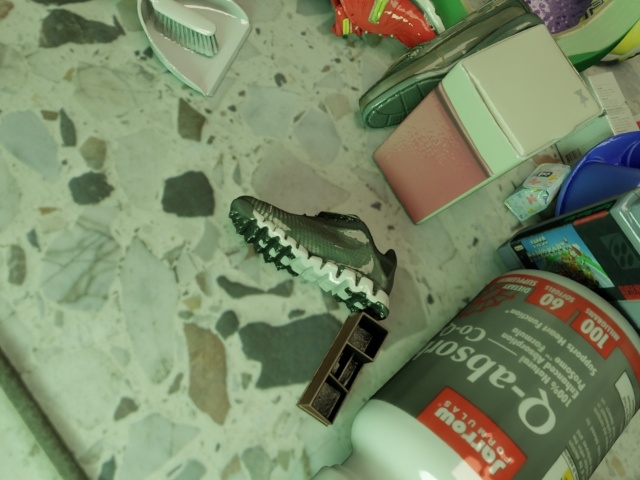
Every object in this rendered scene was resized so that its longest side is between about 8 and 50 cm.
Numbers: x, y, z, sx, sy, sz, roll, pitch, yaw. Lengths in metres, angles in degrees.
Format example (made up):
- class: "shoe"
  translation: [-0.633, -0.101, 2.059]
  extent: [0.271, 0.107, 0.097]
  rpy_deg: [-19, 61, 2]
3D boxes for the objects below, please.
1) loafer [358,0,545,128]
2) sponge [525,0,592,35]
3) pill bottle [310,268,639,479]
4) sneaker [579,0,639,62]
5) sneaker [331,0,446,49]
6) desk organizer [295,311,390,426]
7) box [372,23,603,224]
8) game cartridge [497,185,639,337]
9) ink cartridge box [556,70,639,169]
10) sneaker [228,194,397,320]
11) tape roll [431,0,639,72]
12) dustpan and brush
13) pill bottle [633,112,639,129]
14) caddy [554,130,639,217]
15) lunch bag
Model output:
- class: "loafer"
  translation: [0.170, -0.251, 0.721]
  extent: [0.267, 0.096, 0.084]
  rpy_deg: [-26, 68, 10]
- class: "sponge"
  translation: [0.339, -0.337, 0.825]
  extent: [0.117, 0.031, 0.210]
  rpy_deg: [31, 94, -5]
- class: "pill bottle"
  translation: [0.165, 0.211, 0.548]
  extent: [0.363, 0.210, 0.210]
  rpy_deg: [-37, 87, -24]
- class: "sneaker"
  translation: [0.435, -0.445, 0.874]
  extent: [0.384, 0.147, 0.145]
  rpy_deg: [27, 66, -10]
- class: "sneaker"
  translation: [0.074, -0.341, 0.764]
  extent: [0.279, 0.107, 0.118]
  rpy_deg: [40, 92, -8]
- class: "desk organizer"
  translation: [0.029, 0.152, 0.609]
  extent: [0.047, 0.050, 0.130]
  rpy_deg: [35, 66, -5]
- class: "box"
  translation: [0.195, -0.134, 0.651]
  extent: [0.148, 0.232, 0.127]
  rpy_deg: [-29, 85, -24]
- class: "game cartridge"
  translation: [0.340, 0.066, 0.575]
  extent: [0.068, 0.355, 0.230]
  rpy_deg: [-36, 85, -8]
- class: "ink cartridge box"
  translation: [0.427, -0.192, 0.815]
  extent: [0.060, 0.104, 0.180]
  rpy_deg: [-14, 79, -21]
- class: "sneaker"
  translation: [0.000, 0.000, 0.635]
  extent: [0.234, 0.078, 0.106]
  rpy_deg: [33, 64, -10]
- class: "tape roll"
  translation: [0.318, -0.398, 0.752]
  extent: [0.321, 0.077, 0.322]
  rpy_deg: [0, 90, 14]
- class: "dustpan and brush"
  translation: [-0.205, -0.303, 0.666]
  extent: [0.211, 0.060, 0.147]
  rpy_deg: [27, 67, -9]
- class: "pill bottle"
  translation: [0.536, -0.109, 0.825]
  extent: [0.107, 0.108, 0.180]
  rpy_deg: [-10, 77, -21]
- class: "caddy"
  translation: [0.473, 0.016, 0.710]
  extent: [0.241, 0.179, 0.342]
  rpy_deg: [-21, 100, -5]
- class: "lunch bag"
  translation: [0.326, -0.077, 0.758]
  extent: [0.071, 0.083, 0.053]
  rpy_deg: [-40, 89, -23]
